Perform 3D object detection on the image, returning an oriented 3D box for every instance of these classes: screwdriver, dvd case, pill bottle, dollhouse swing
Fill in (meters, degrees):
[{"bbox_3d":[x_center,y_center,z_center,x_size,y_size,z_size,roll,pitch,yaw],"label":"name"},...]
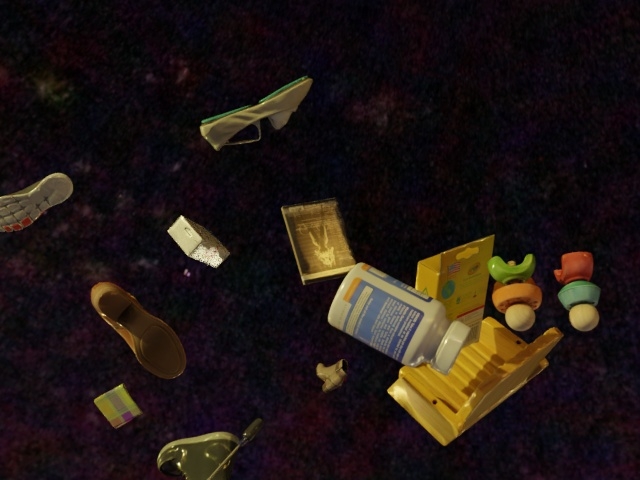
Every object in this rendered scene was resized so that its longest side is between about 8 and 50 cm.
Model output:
[{"bbox_3d":[-0.167,0.404,1.409,0.025,0.170,0.024,-15,110,50],"label":"screwdriver"},{"bbox_3d":[0.000,0.000,1.971,0.164,0.221,0.018,-11,165,-23],"label":"dvd case"},{"bbox_3d":[0.166,0.170,1.527,0.272,0.152,0.152,28,134,14],"label":"pill bottle"},{"bbox_3d":[0.397,0.301,1.895,0.315,0.347,0.305,40,146,36],"label":"dollhouse swing"}]

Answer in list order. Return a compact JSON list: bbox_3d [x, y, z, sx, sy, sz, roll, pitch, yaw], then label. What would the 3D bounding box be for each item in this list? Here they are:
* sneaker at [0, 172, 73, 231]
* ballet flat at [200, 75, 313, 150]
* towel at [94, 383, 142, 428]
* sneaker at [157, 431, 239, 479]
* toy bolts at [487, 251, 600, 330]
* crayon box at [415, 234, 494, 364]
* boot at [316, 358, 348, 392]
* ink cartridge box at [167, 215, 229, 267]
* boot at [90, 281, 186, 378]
[{"bbox_3d":[-0.481,-0.063,1.219,0.158,0.065,0.061,-24,106,-3],"label":"sneaker"},{"bbox_3d":[-0.119,-0.249,1.476,0.248,0.086,0.086,-22,126,6],"label":"ballet flat"},{"bbox_3d":[-0.324,0.266,1.172,0.083,0.009,0.060,-33,94,34],"label":"towel"},{"bbox_3d":[-0.263,0.470,1.481,0.222,0.118,0.083,-28,128,33],"label":"sneaker"},{"bbox_3d":[0.482,0.135,1.576,0.228,0.158,0.218,-6,152,6],"label":"toy bolts"},{"bbox_3d":[0.336,0.137,1.873,0.081,0.202,0.318,31,127,45],"label":"crayon box"},{"bbox_3d":[0.034,0.337,1.891,0.042,0.118,0.087,32,112,-29],"label":"boot"},{"bbox_3d":[-0.273,0.004,1.643,0.052,0.088,0.122,-47,153,4],"label":"ink cartridge box"},{"bbox_3d":[-0.453,0.211,1.791,0.283,0.109,0.220,43,168,-18],"label":"boot"}]
